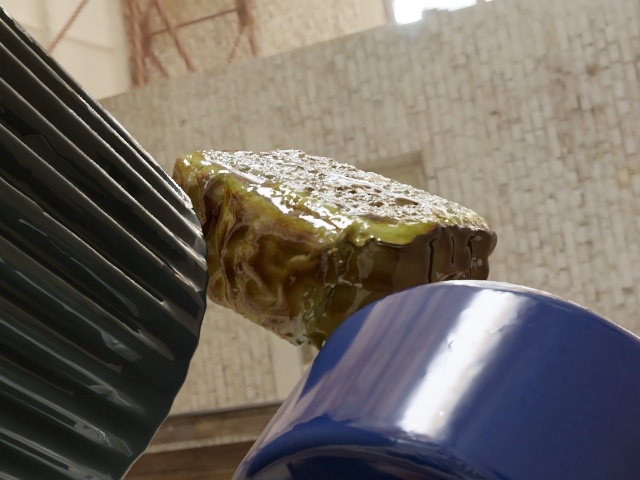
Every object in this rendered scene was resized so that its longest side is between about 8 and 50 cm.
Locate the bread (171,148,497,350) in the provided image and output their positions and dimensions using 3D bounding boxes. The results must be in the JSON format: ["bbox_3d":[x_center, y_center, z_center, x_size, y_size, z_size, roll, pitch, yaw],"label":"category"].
[{"bbox_3d":[0.000,0.000,0.828,0.181,0.222,0.096,-5,-69,-51],"label":"bread"}]

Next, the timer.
[{"bbox_3d":[0.016,0.216,0.507,0.383,0.270,0.270,-40,-63,-46],"label":"timer"}]

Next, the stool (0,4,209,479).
[{"bbox_3d":[-0.248,-0.016,0.557,0.330,0.297,0.297,43,-138,-43],"label":"stool"}]
